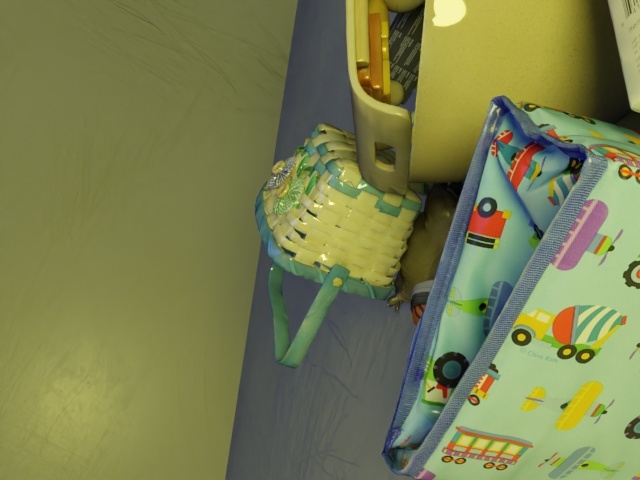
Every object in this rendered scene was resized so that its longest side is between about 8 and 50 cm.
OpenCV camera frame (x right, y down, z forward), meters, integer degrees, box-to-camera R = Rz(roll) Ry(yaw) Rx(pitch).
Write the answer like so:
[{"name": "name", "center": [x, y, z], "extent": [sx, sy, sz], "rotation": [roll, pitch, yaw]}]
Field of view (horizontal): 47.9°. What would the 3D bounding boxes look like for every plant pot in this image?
[{"name": "plant pot", "center": [0.190, -0.185, 0.663], "extent": [0.284, 0.191, 0.283], "rotation": [6, -90, -83]}]

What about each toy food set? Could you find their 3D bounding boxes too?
[{"name": "toy food set", "center": [0.078, -0.226, 0.780], "extent": [0.219, 0.093, 0.305], "rotation": [71, -162, -75]}]

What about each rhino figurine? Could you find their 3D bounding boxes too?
[{"name": "rhino figurine", "center": [0.142, 0.016, 0.995], "extent": [0.106, 0.073, 0.243], "rotation": [-92, 18, -50]}]

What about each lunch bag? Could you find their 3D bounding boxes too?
[{"name": "lunch bag", "center": [0.185, 0.081, 0.482], "extent": [0.138, 0.221, 0.293], "rotation": [-110, 34, -64]}]

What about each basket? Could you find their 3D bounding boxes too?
[{"name": "basket", "center": [0.000, 0.000, 1.000], "extent": [0.254, 0.201, 0.288], "rotation": [-109, 39, -61]}]

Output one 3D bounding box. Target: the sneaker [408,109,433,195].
[{"name": "sneaker", "center": [0.179, -0.168, 0.955], "extent": [0.126, 0.091, 0.240], "rotation": [-130, 54, -71]}]

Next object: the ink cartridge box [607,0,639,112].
[{"name": "ink cartridge box", "center": [0.284, -0.194, 0.418], "extent": [0.171, 0.168, 0.232], "rotation": [126, 152, -57]}]

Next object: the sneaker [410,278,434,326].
[{"name": "sneaker", "center": [0.165, 0.135, 0.712], "extent": [0.321, 0.125, 0.179], "rotation": [168, 114, -74]}]

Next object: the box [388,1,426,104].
[{"name": "box", "center": [0.180, -0.369, 0.981], "extent": [0.242, 0.077, 0.307], "rotation": [-64, 5, -34]}]
